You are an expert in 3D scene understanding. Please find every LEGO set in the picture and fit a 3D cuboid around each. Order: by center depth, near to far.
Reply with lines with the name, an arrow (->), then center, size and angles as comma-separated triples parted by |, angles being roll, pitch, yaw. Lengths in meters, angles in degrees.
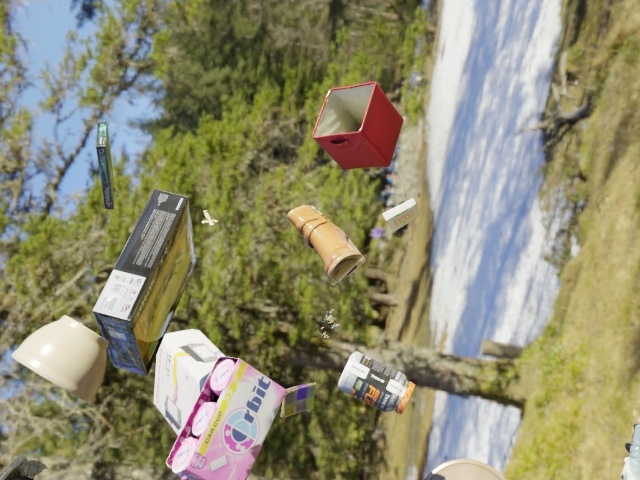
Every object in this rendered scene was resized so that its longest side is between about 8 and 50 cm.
LEGO set -> 0.020, 0.226, 1.910 | 0.083, 0.054, 0.023 | -50, 0, -26

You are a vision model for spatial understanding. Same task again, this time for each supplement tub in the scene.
supplement tub -> 0.154, 0.392, 1.925 | 0.117, 0.190, 0.117 | -61, -12, -23

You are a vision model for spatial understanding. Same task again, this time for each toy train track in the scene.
toy train track -> -0.334, -0.070, 2.107 | 0.083, 0.048, 0.014 | -126, 38, -49

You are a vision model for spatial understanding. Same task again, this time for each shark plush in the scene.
shark plush -> 0.492, 0.361, 1.061 | 0.073, 0.067, 0.161 | 29, -123, -50

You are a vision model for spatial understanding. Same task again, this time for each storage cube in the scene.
storage cube -> 0.119, -0.348, 2.199 | 0.193, 0.183, 0.215 | 41, -121, -45

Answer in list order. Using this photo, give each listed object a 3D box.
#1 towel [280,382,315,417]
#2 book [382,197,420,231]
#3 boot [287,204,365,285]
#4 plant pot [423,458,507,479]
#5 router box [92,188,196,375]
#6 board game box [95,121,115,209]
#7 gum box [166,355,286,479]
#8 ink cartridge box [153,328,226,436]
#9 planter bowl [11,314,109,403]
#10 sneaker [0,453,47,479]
towel -> -0.042, 0.311, 1.377 | 0.009, 0.083, 0.060 | 22, 110, 47
book -> 0.232, -0.075, 2.008 | 0.035, 0.096, 0.144 | 64, -173, 15
boot -> 0.000, 0.000, 1.242 | 0.073, 0.152, 0.197 | -45, -7, 5
plant pot -> 0.331, 0.605, 1.577 | 0.110, 0.237, 0.238 | 74, -158, -64
router box -> -0.354, 0.088, 1.472 | 0.243, 0.080, 0.309 | 97, -171, -55
board game box -> -0.547, -0.190, 1.803 | 0.126, 0.026, 0.186 | -110, 19, -51
gum box -> -0.143, 0.286, 1.075 | 0.062, 0.107, 0.189 | -7, 51, 50
ink cartridge box -> -0.325, 0.405, 1.879 | 0.306, 0.131, 0.226 | 28, 116, 49
planter bowl -> -0.446, 0.203, 1.258 | 0.109, 0.162, 0.162 | -58, -7, -19
sneaker -> -0.870, 0.683, 2.053 | 0.051, 0.089, 0.170 | -39, 8, 12
